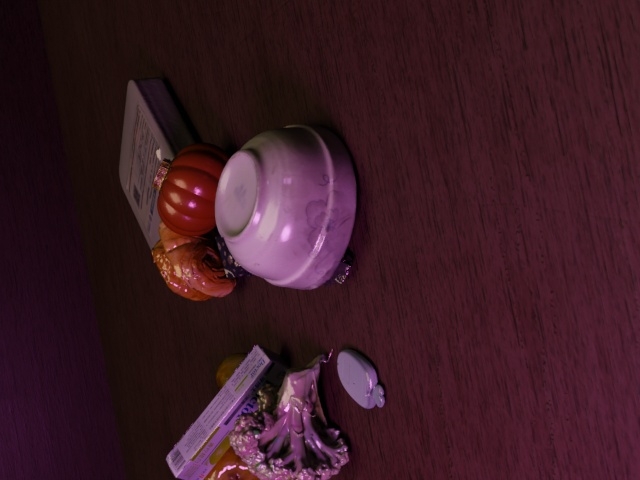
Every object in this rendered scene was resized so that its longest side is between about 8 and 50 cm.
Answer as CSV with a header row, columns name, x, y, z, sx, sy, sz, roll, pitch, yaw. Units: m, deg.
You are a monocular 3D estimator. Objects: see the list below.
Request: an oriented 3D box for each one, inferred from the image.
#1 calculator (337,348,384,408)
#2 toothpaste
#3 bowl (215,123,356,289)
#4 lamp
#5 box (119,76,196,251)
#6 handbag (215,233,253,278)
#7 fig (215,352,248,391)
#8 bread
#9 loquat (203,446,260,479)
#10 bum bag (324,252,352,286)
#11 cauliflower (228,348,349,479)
name,x,y,z,sx,sy,sz,roll,pitch,yaw
calculator,0.073,0.257,1.465,0.153,0.021,0.095,36,130,56
toothpaste,-0.205,0.386,1.754,0.337,0.081,0.067,-51,46,4
bowl,-0.084,-0.068,1.442,0.307,0.163,0.307,-16,71,55
lamp,-0.281,-0.116,1.807,0.223,0.196,0.223,-157,90,-82
box,-0.441,-0.188,2.169,0.397,0.111,0.396,59,146,33
handbag,-0.173,0.011,1.785,0.139,0.072,0.115,-43,60,53
fig,-0.188,0.332,1.863,0.153,0.120,0.136,-40,68,57
bread,-0.304,0.044,1.915,0.120,0.198,0.236,-41,55,18
loquat,-0.210,0.527,1.898,0.246,0.213,0.214,-140,45,-72
bum bag,0.000,0.000,1.483,0.087,0.049,0.198,-57,46,43
cauliflower,-0.056,0.349,1.586,0.256,0.238,0.316,-110,35,-76
